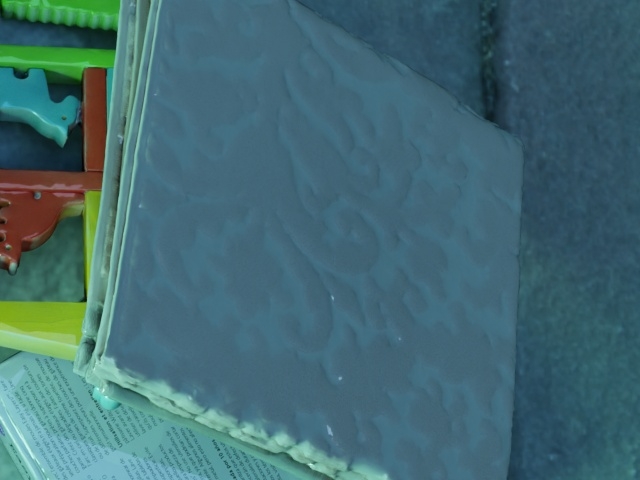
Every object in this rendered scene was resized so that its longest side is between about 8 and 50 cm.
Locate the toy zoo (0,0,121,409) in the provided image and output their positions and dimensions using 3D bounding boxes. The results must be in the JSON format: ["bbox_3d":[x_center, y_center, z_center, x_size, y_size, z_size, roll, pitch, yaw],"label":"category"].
[{"bbox_3d":[-0.136,-0.036,1.171,0.192,0.030,0.293,2,67,-12],"label":"toy zoo"}]

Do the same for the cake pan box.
[{"bbox_3d":[-0.063,0.135,1.198,0.246,0.070,0.267,-32,93,-23],"label":"cake pan box"}]

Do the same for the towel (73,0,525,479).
[{"bbox_3d":[0.000,0.000,1.161,0.332,0.053,0.317,28,54,-34],"label":"towel"}]
